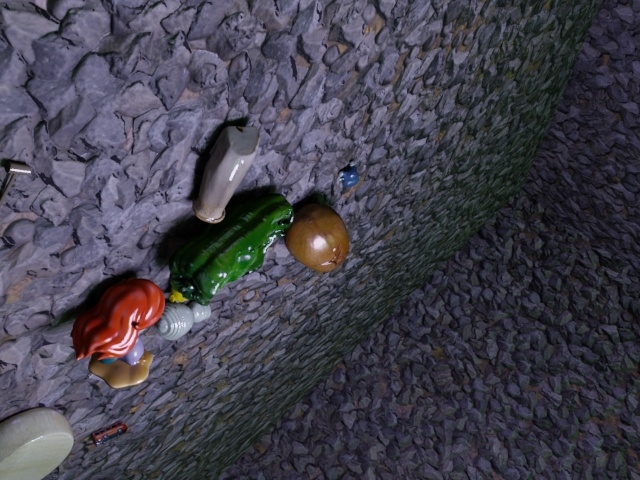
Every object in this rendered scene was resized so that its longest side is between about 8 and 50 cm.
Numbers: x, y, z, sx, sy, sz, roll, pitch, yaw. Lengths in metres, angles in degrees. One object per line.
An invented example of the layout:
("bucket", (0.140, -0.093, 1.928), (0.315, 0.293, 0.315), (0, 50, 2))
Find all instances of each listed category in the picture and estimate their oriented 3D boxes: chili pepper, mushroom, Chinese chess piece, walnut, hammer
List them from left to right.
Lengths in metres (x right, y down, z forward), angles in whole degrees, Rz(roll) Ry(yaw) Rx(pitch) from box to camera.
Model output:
("hammer", (-0.528, -0.085, 0.884), (0.110, 0.019, 0.035), (-52, 156, 19))
("Chinese chess piece", (-0.777, 0.549, 1.364), (0.250, 0.101, 0.250), (-37, 155, -21))
("mushroom", (-0.221, -0.152, 1.198), (0.096, 0.108, 0.247), (21, 115, -21))
("chili pepper", (-0.232, 0.010, 1.363), (0.385, 0.167, 0.213), (-42, 174, -41))
("walnut", (0.000, 0.000, 1.678), (0.203, 0.203, 0.298), (-47, 149, 1))

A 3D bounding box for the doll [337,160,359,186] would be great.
("doll", (0.093, -0.205, 1.694), (0.076, 0.050, 0.083), (-38, 157, -9))

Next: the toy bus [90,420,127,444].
("toy bus", (-0.690, 0.628, 1.711), (0.110, 0.043, 0.031), (-11, 135, -50))

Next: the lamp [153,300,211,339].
("lamp", (-0.395, 0.219, 1.497), (0.106, 0.106, 0.193), (-55, 165, 18))

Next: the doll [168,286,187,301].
("doll", (-0.347, 0.125, 1.463), (0.162, 0.062, 0.106), (-18, 149, -49))

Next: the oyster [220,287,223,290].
("oyster", (-0.297, 0.126, 1.599), (0.083, 0.019, 0.054), (-50, 156, 9))

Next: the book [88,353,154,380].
("book", (-0.573, 0.364, 1.522), (0.127, 0.014, 0.182), (-44, 156, -6))

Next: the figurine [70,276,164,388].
("figurine", (-0.485, 0.222, 1.259), (0.208, 0.181, 0.257), (0, 128, -21))
